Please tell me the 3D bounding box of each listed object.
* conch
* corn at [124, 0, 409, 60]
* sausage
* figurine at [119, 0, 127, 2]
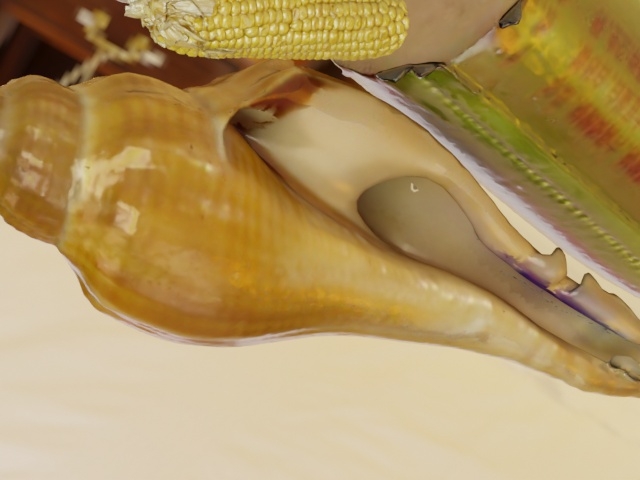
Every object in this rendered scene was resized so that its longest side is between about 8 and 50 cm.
[{"bbox_3d":[-0.003,0.001,0.702,0.330,0.109,0.093,21,-19,-29],"label":"conch"},{"bbox_3d":[-0.014,-0.063,0.509,0.083,0.027,0.028,1,22,-26],"label":"corn"},{"bbox_3d":[0.128,-0.051,0.805,0.317,0.117,0.125,35,27,-42],"label":"sausage"},{"bbox_3d":[-0.073,-0.241,1.131,0.176,0.186,0.287,5,22,41],"label":"figurine"}]
